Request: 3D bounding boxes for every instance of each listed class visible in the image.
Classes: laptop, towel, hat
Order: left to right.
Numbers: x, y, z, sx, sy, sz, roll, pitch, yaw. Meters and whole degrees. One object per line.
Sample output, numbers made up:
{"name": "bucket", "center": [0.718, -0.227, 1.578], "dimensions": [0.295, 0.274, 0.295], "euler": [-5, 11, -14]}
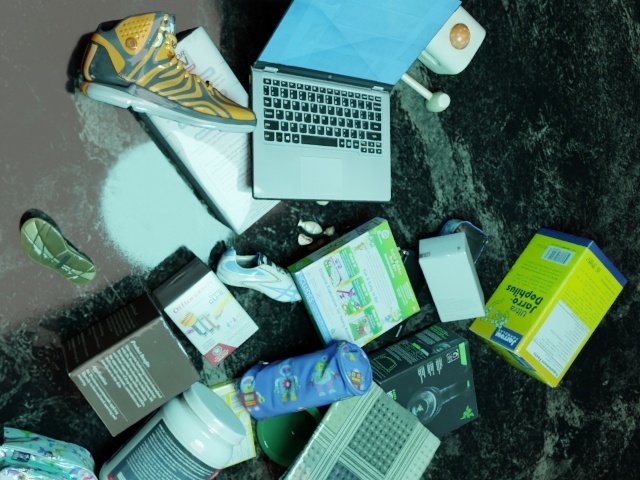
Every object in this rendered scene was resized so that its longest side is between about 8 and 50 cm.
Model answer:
{"name": "hat", "center": [-0.029, 0.446, 1.636], "dimensions": [0.208, 0.183, 0.173], "euler": [-3, 93, 19]}
{"name": "laptop", "center": [0.077, -0.287, 1.324], "dimensions": [0.381, 0.236, 0.408], "euler": [-1, 91, -39]}
{"name": "towel", "center": [0.096, 0.503, 1.511], "dimensions": [0.312, 0.056, 0.324], "euler": [44, 70, -17]}
{"name": "laptop", "center": [0.129, 0.108, 1.638], "dimensions": [0.264, 0.136, 0.235], "euler": [23, 91, -2]}

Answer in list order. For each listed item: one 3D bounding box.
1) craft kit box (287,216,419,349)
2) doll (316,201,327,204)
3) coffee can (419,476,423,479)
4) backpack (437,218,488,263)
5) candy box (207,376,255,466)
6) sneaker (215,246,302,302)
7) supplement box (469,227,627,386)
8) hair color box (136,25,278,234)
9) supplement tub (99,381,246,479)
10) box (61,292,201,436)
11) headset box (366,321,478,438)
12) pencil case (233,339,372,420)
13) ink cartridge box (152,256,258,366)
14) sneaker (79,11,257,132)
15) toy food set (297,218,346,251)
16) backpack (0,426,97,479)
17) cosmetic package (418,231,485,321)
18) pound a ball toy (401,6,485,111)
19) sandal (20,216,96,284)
{"name": "craft kit box", "center": [0.081, 0.111, 1.504], "dimensions": [0.246, 0.061, 0.250], "euler": [-28, 112, -14]}
{"name": "doll", "center": [0.061, -0.149, 1.525], "dimensions": [0.189, 0.046, 0.129], "euler": [-43, 115, -11]}
{"name": "coffee can", "center": [0.090, 0.626, 1.636], "dimensions": [0.275, 0.201, 0.202], "euler": [18, 94, -28]}
{"name": "backpack", "center": [0.350, 0.001, 1.677], "dimensions": [0.114, 0.084, 0.105], "euler": [34, 86, -33]}
{"name": "candy box", "center": [-0.216, 0.429, 1.542], "dimensions": [0.105, 0.027, 0.206], "euler": [-12, 107, -20]}
{"name": "sneaker", "center": [-0.114, 0.077, 1.470], "dimensions": [0.237, 0.085, 0.086], "euler": [17, 113, -27]}
{"name": "supplement box", "center": [0.611, 0.174, 1.782], "dimensions": [0.194, 0.195, 0.357], "euler": [40, 83, -27]}
{"name": "hair color box", "center": [-0.217, -0.217, 1.338], "dimensions": [0.185, 0.113, 0.375], "euler": [-40, 116, -12]}
{"name": "supplement tub", "center": [-0.310, 0.454, 1.399], "dimensions": [0.272, 0.191, 0.191], "euler": [-46, 117, -3]}
{"name": "box", "center": [-0.385, 0.246, 1.338], "dimensions": [0.203, 0.167, 0.169], "euler": [-32, 113, -16]}
{"name": "headset box", "center": [0.258, 0.379, 1.692], "dimensions": [0.282, 0.131, 0.247], "euler": [-20, 114, -20]}
{"name": "pencil case", "center": [-0.038, 0.309, 1.465], "dimensions": [0.119, 0.306, 0.133], "euler": [17, 58, -58]}
{"name": "ink cartridge box", "center": [-0.246, 0.148, 1.403], "dimensions": [0.128, 0.127, 0.176], "euler": [-40, 115, -11]}
{"name": "sneaker", "center": [-0.248, -0.302, 1.170], "dimensions": [0.320, 0.124, 0.180], "euler": [12, 98, -27]}
{"name": "toy food set", "center": [0.000, 0.000, 1.534], "dimensions": [0.122, 0.019, 0.078], "euler": [12, 95, -18]}
{"name": "backpack", "center": [-0.572, 0.509, 1.310], "dimensions": [0.253, 0.191, 0.225], "euler": [25, 90, -33]}
{"name": "cosmetic package", "center": [0.328, 0.094, 1.637], "dimensions": [0.117, 0.086, 0.231], "euler": [-11, 128, 18]}
{"name": "pound a ball toy", "center": [0.232, -0.458, 1.482], "dimensions": [0.319, 0.135, 0.208], "euler": [34, 87, -27]}
{"name": "sandal", "center": [-0.516, 0.021, 1.293], "dimensions": [0.072, 0.049, 0.180], "euler": [-43, 131, -4]}
